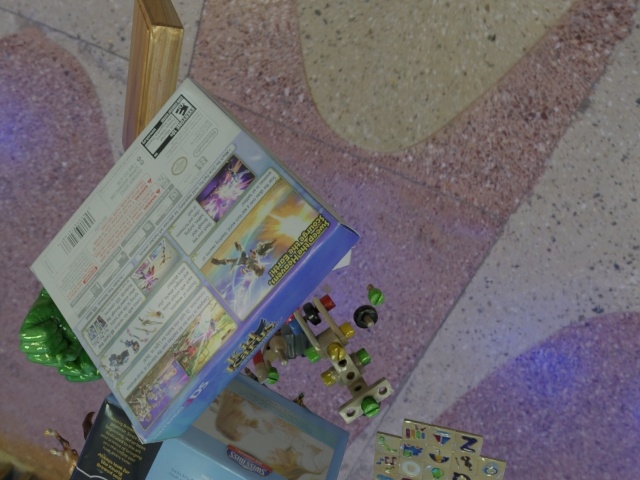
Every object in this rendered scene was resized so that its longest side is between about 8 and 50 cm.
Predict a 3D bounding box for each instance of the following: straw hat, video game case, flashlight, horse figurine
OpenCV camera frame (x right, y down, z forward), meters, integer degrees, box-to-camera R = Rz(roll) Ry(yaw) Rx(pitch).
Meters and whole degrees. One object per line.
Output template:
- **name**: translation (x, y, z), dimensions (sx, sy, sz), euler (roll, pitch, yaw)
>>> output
- **straw hat**: translation (-0.141, 0.271, 1.650), dimensions (0.061, 0.144, 0.144), euler (28, 124, 24)
- **video game case**: translation (-0.136, 0.013, 0.586), dimensions (0.269, 0.061, 0.244), euler (-48, 63, 7)
- **flashlight**: translation (-0.066, 0.142, 1.490), dimensions (0.103, 0.103, 0.304), euler (-10, 76, 11)
- **horse figurine**: translation (-0.457, 0.455, 1.077), dimensions (0.174, 0.066, 0.263), euler (19, 83, 21)

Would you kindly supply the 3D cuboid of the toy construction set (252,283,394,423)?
- **toy construction set**: translation (0.014, 0.278, 1.285), dimensions (0.309, 0.237, 0.257), euler (-9, 119, -12)

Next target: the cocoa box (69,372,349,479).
- **cocoa box**: translation (-0.166, 0.355, 0.912), dimensions (0.347, 0.231, 0.228), euler (28, 107, 4)

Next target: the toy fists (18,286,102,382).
- **toy fists**: translation (-0.532, 0.220, 1.269), dimensions (0.096, 0.142, 0.279), euler (8, 153, 18)

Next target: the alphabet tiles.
- **alphabet tiles**: translation (0.262, 0.552, 1.349), dimensions (0.285, 0.011, 0.342), euler (8, 119, 14)

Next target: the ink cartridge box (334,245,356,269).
- **ink cartridge box**: translation (0.000, 0.000, 1.233), dimensions (0.092, 0.143, 0.090), euler (-17, 131, -26)

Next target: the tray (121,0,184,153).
- **tray**: translation (-0.397, -0.338, 1.357), dimensions (0.076, 0.203, 0.411), euler (-3, 133, -26)

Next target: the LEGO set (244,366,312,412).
- **LEGO set**: translation (-0.186, 0.437, 1.350), dimensions (0.192, 0.255, 0.331), euler (45, 81, -6)
